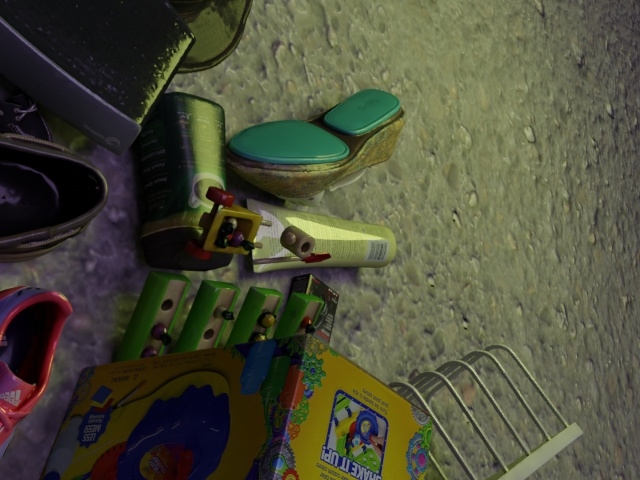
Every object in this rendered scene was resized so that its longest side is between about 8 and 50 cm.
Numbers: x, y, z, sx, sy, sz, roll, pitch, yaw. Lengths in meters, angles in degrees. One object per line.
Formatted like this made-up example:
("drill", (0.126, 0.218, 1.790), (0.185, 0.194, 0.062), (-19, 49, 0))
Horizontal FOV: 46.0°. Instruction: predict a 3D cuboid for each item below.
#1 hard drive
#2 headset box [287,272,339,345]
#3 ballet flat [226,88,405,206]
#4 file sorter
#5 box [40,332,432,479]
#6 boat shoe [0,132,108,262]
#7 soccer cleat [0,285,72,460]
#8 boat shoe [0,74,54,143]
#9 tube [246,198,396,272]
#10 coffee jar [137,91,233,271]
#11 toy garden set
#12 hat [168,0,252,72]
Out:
("hard drive", (-0.237, -0.217, 0.691), (0.255, 0.054, 0.172), (42, 57, -31))
("headset box", (-0.013, 0.093, 0.957), (0.062, 0.032, 0.083), (40, 50, -37))
("ballet flat", (0.000, -0.107, 0.982), (0.348, 0.123, 0.123), (-32, 104, -49))
("file sorter", (0.169, 0.262, 0.979), (0.278, 0.193, 0.173), (-6, 57, -51))
("box", (-0.091, 0.250, 0.610), (0.177, 0.290, 0.279), (39, 51, -37))
("boat shoe", (-0.317, -0.040, 0.551), (0.355, 0.130, 0.132), (-11, 88, -51))
("soccer cleat", (-0.268, 0.145, 0.582), (0.083, 0.095, 0.248), (40, 50, -36))
("boat shoe", (-0.283, -0.131, 0.693), (0.046, 0.038, 0.125), (-42, 111, -45))
("tube", (0.000, 0.000, 0.988), (0.240, 0.062, 0.070), (4, 32, -45))
("coffee jar", (-0.145, -0.059, 0.806), (0.096, 0.079, 0.184), (9, 71, -51))
("toy garden set", (-0.071, 0.062, 0.797), (0.244, 0.049, 0.203), (13, 104, -48))
("hat", (-0.164, -0.356, 0.833), (0.331, 0.134, 0.331), (20, 63, -46))
